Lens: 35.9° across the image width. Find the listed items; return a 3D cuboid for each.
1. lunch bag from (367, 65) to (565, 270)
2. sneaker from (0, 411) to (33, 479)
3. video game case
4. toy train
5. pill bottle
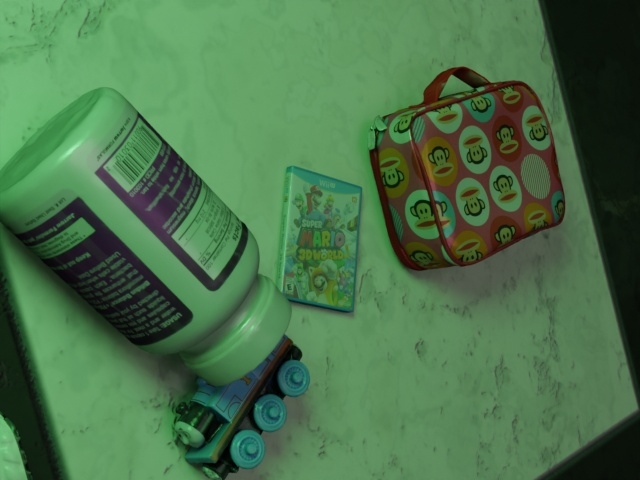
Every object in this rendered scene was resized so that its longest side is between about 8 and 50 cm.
[{"bbox_3d":[0.203,-0.109,1.359,0.293,0.120,0.258,-19,95,-40],"label":"lunch bag"},{"bbox_3d":[-0.300,0.295,0.902,0.108,0.100,0.271,-18,92,-26],"label":"sneaker"},{"bbox_3d":[0.000,0.000,1.241,0.119,0.015,0.166,14,74,-38],"label":"video game case"},{"bbox_3d":[-0.090,0.174,1.101,0.105,0.080,0.184,44,60,-16],"label":"toy train"},{"bbox_3d":[-0.169,0.007,0.997,0.301,0.169,0.169,49,56,-24],"label":"pill bottle"}]
